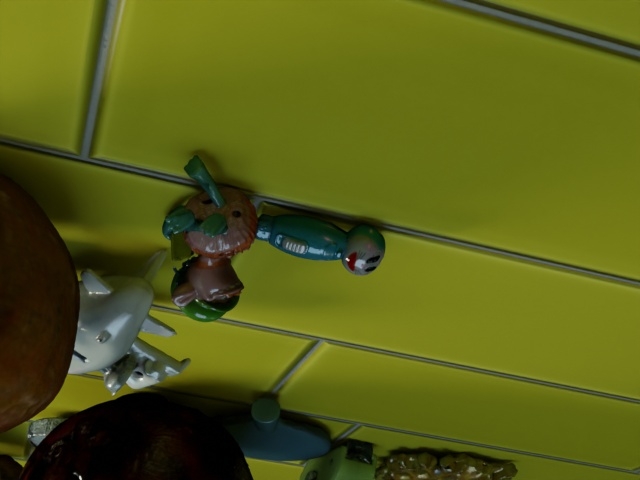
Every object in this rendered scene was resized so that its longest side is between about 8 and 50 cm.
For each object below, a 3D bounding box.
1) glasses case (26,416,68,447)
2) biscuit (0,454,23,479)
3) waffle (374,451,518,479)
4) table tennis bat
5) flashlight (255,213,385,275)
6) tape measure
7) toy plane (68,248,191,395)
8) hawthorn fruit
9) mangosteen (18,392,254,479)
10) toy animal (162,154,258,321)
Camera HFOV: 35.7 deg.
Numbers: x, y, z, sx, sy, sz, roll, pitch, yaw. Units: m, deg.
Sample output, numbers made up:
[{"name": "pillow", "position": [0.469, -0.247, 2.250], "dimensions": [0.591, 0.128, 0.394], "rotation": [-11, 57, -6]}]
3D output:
[{"name": "glasses case", "position": [-0.418, 0.375, 1.790], "dimensions": [0.109, 0.067, 0.282], "rotation": [-6, 153, 18]}, {"name": "biscuit", "position": [-0.703, 0.506, 1.887], "dimensions": [0.359, 0.359, 0.046], "rotation": [8, 111, -5]}, {"name": "waffle", "position": [0.220, 0.430, 1.790], "dimensions": [0.254, 0.052, 0.245], "rotation": [11, 152, -8]}, {"name": "table tennis bat", "position": [-0.087, 0.316, 1.634], "dimensions": [0.215, 0.044, 0.329], "rotation": [7, 156, 1]}, {"name": "flashlight", "position": [0.000, 0.000, 0.973], "dimensions": [0.129, 0.051, 0.051], "rotation": [13, 153, -3]}, {"name": "tape measure", "position": [0.014, 0.448, 1.745], "dimensions": [0.106, 0.175, 0.200], "rotation": [20, 155, -20]}, {"name": "toy plane", "position": [-0.254, 0.084, 1.125], "dimensions": [0.245, 0.117, 0.244], "rotation": [17, 147, 11]}, {"name": "hawthorn fruit", "position": [-0.348, 0.073, 0.953], "dimensions": [0.277, 0.277, 0.298], "rotation": [-5, 154, 21]}, {"name": "mangosteen", "position": [-0.271, 0.424, 1.523], "dimensions": [0.381, 0.380, 0.421], "rotation": [-1, 157, 13]}, {"name": "toy animal", "position": [-0.115, -0.001, 0.954], "dimensions": [0.103, 0.100, 0.208], "rotation": [38, 158, 13]}]
